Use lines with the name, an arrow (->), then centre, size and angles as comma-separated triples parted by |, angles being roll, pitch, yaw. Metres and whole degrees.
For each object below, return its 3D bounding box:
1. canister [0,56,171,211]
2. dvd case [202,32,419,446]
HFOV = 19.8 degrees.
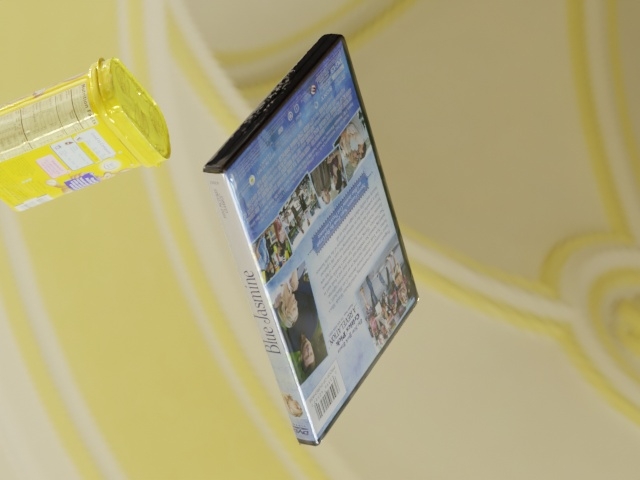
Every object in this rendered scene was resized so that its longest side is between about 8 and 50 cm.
canister -> -0.250, -0.100, 1.797 | 0.126, 0.170, 0.073 | 52, -157, -53
dvd case -> 0.000, 0.000, 1.351 | 0.022, 0.253, 0.180 | 5, -141, 31
